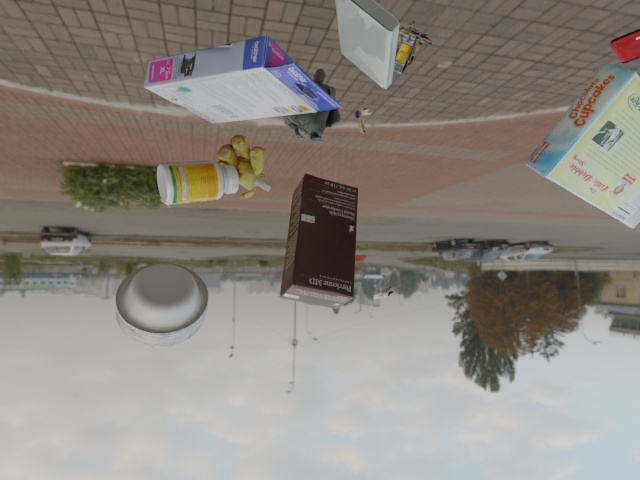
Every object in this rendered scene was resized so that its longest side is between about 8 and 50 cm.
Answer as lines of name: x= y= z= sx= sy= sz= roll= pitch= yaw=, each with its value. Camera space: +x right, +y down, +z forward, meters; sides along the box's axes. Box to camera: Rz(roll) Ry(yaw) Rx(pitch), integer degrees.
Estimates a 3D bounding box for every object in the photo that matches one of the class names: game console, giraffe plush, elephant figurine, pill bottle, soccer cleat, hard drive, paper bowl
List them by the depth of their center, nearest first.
game console: x=0.814 y=-0.505 z=1.019 sx=0.124 sy=0.085 sz=0.144 roll=27 pitch=162 yaw=-28
hard drive: x=0.130 y=-0.577 z=1.195 sx=0.203 sy=0.040 sz=0.307 roll=43 pitch=180 yaw=9
pill bottle: x=-0.349 y=-0.170 z=1.201 sx=0.208 sy=0.117 sz=0.117 roll=-11 pitch=-178 yaw=-32
paper bowl: x=-0.511 y=0.190 z=1.358 sx=0.284 sy=0.284 sz=0.148 roll=2 pitch=136 yaw=-24
elephant figurine: x=-0.004 y=-0.459 z=1.406 sx=0.186 sy=0.239 sz=0.169 roll=47 pitch=171 yaw=-12
giraffe plush: x=-0.255 y=-0.253 z=1.455 sx=0.181 sy=0.210 sz=0.170 roll=-41 pitch=-167 yaw=4
soccer cleat: x=0.240 y=0.202 z=1.571 sx=0.083 sy=0.029 sz=0.035 roll=-25 pitch=-146 yaw=5

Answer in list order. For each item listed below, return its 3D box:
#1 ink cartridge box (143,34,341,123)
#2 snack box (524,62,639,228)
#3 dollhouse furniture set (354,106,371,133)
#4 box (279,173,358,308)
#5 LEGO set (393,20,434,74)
ink cartridge box: x=-0.135 y=-0.280 z=0.755 sx=0.311 sy=0.065 sz=0.186 roll=5 pitch=177 yaw=27
snack box: x=0.533 y=-0.149 z=0.740 sx=0.322 sy=0.187 sz=0.060 roll=17 pitch=-152 yaw=-31
dollhouse furniture set: x=0.233 y=-0.591 z=2.042 sx=0.081 sy=0.114 sz=0.091 roll=1 pitch=-150 yaw=37
box: x=0.000 y=0.000 z=1.291 sx=0.191 sy=0.381 sz=0.143 roll=13 pitch=154 yaw=-17
LEGO set: x=0.330 y=-0.879 z=1.819 sx=0.255 sy=0.192 sz=0.331 roll=34 pitch=-139 yaw=16
